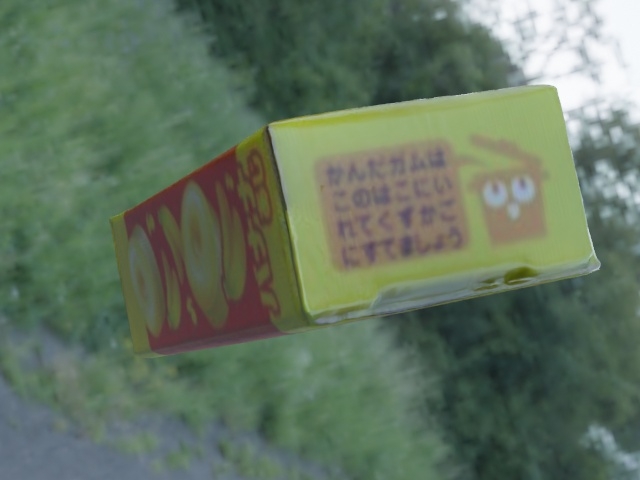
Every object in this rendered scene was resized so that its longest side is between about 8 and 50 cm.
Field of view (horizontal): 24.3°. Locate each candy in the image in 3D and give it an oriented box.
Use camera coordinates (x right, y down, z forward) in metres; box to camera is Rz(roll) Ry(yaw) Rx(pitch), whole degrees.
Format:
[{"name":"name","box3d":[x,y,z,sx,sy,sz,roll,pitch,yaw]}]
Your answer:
[{"name":"candy","box3d":[0.000,0.000,0.726,0.276,0.146,0.088,159,-81,-69]}]
